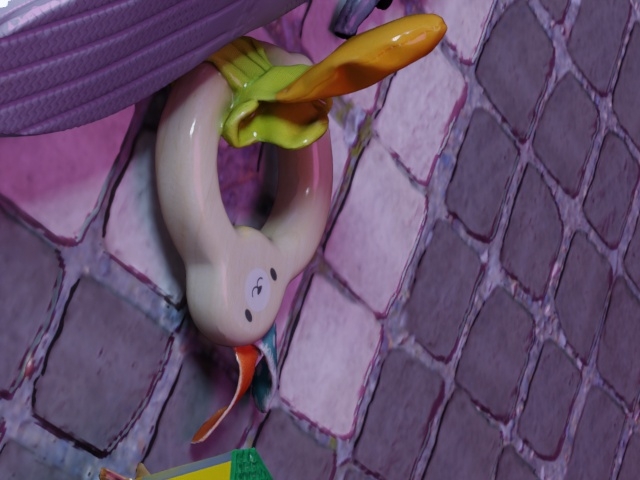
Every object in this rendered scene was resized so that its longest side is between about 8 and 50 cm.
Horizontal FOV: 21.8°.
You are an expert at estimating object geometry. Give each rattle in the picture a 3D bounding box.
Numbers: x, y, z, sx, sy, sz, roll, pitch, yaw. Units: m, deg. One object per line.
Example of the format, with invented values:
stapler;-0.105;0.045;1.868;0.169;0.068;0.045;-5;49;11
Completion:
rattle;0.000;0.000;0.802;0.130;0.143;0.200;18;72;-72

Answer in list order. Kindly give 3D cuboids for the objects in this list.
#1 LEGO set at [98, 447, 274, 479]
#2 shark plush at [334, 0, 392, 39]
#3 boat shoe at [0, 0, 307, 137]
LEGO set;-0.074;0.267;0.741;0.255;0.192;0.331;-93;161;-45
shark plush;0.038;-0.188;0.926;0.067;0.073;0.161;28;92;-32
boat shoe;-0.075;-0.131;0.725;0.302;0.094;0.109;-32;163;-49
